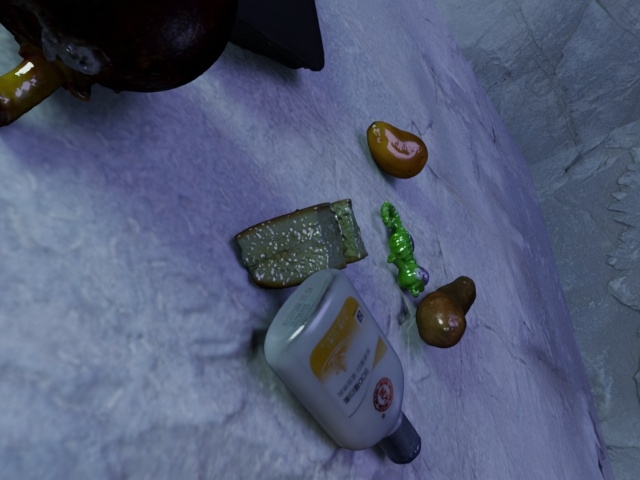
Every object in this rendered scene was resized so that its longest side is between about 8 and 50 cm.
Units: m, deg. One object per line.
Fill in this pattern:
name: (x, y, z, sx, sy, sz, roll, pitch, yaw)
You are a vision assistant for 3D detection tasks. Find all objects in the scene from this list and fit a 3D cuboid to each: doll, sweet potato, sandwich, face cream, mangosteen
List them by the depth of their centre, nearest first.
mangosteen: (-0.194, -0.203, 0.391, 0.235, 0.235, 0.262, 33, 88, -41)
face cream: (0.045, 0.178, 0.574, 0.144, 0.071, 0.291, -51, 123, -33)
sandwich: (0.000, 0.000, 0.625, 0.244, 0.088, 0.090, -18, 88, -58)
doll: (0.152, 0.017, 0.876, 0.115, 0.050, 0.190, 17, 55, -59)
sweet potato: (0.240, 0.129, 0.891, 0.097, 0.097, 0.292, 66, 26, 0)

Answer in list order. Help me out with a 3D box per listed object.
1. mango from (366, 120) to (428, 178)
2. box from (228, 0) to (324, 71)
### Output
mango: (0.155, -0.185, 0.984, 0.159, 0.084, 0.105, 17, 70, -26)
box: (-0.109, -0.447, 0.683, 0.350, 0.090, 0.360, -12, 93, -65)
